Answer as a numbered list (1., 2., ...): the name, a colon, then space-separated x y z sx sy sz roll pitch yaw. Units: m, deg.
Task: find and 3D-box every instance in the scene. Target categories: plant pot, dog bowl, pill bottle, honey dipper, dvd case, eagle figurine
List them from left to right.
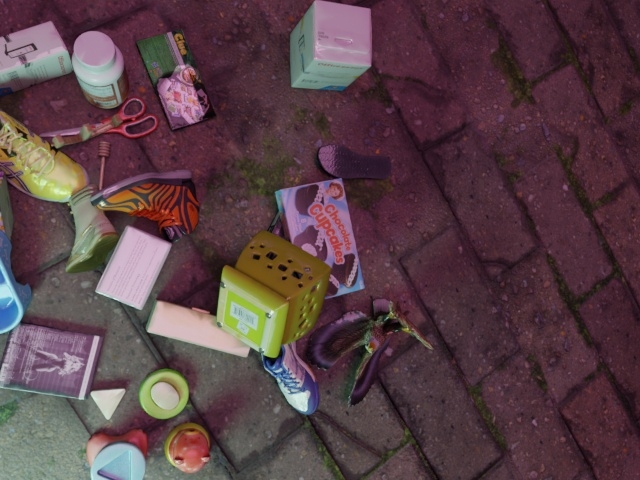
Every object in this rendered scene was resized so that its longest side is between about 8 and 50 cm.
1. dog bowl: -0.783 0.096 1.321 0.166 0.074 0.297 -14 126 -15
2. dvd case: -0.685 0.305 1.452 0.221 0.018 0.164 14 81 -17
3. pill bottle: -0.549 -0.426 1.431 0.121 0.216 0.121 3 79 -13
4. honey dipper: -0.579 -0.180 1.512 0.030 0.030 0.160 7 87 -19
5. plant pot: -0.135 0.145 1.460 0.228 0.227 0.207 29 39 19
6. eagle figurine: 0.134 0.305 1.672 0.298 0.225 0.226 -41 56 12

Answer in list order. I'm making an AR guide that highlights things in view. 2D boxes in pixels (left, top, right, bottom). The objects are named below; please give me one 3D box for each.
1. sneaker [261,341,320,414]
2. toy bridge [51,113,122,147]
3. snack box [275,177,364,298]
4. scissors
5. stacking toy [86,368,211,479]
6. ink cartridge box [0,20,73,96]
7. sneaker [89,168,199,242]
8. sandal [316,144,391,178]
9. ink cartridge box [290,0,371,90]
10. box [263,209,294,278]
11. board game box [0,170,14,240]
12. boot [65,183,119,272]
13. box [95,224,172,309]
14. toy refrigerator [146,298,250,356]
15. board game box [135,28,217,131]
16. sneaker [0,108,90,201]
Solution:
1. sneaker: -0.103 0.356 1.577 0.112 0.131 0.296 -26 89 20
2. toy bridge: -0.602 -0.275 1.466 0.188 0.063 0.026 -34 98 -38
3. snack box: 0.000 0.000 1.602 0.187 0.060 0.322 -13 93 -21
4. scissors: -0.582 -0.291 1.521 0.297 0.021 0.109 -28 96 -19
5. stacking toy: -0.443 0.493 1.466 0.309 0.130 0.279 -11 91 -20
6. ink cartridge box: -0.733 -0.444 1.411 0.203 0.148 0.086 -28 94 -19
7. sneaker: -0.416 -0.075 1.449 0.321 0.124 0.180 -22 95 -54
8. sandal: 0.097 -0.228 1.743 0.254 0.054 0.097 9 91 -28
9. ink cartridge box: 0.025 -0.547 1.634 0.171 0.233 0.168 0 87 -19
10. box: -0.088 0.015 1.643 0.147 0.077 0.180 30 78 -16
11. board game box: -0.875 -0.062 1.315 0.275 0.142 0.144 -5 124 -19
12. boot: -0.595 -0.025 1.443 0.077 0.213 0.165 -5 63 -51
13. box: -0.472 0.070 1.453 0.119 0.181 0.182 25 79 -14
14. toy refrigerator: -0.321 0.231 1.539 0.269 0.102 0.094 19 81 -16
15. board game box: -0.400 -0.445 1.591 0.136 0.030 0.259 -22 94 -17
16. sneaker: -0.750 -0.219 1.393 0.385 0.147 0.145 32 75 -17
